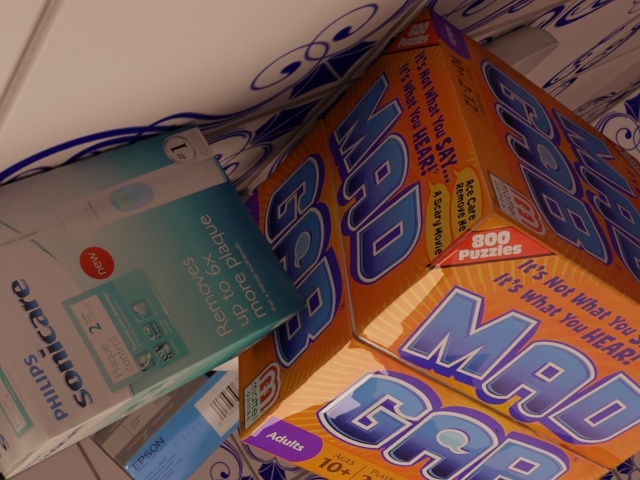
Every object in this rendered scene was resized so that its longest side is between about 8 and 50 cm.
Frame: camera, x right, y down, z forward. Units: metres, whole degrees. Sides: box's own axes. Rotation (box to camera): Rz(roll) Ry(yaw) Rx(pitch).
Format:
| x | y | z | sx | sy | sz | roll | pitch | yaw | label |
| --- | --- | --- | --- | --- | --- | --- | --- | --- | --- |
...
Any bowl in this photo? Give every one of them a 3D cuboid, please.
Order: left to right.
| x | y | z | sx | sy | sz | roll | pitch | yaw | label |
| --- | --- | --- | --- | --- | --- | --- | --- | --- | --- |
| 0.255 | -0.249 | 1.523 | 0.142 | 0.053 | 0.142 | -27 | 172 | -27 | bowl |

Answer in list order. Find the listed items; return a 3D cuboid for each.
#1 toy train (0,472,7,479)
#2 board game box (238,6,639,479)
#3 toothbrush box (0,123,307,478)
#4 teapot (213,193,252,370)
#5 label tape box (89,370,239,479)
| x | y | z | sx | sy | sz | roll | pitch | yaw | label |
| --- | --- | --- | --- | --- | --- | --- | --- | --- | --- |
| -0.406 | 0.300 | 1.390 | 0.024 | 0.017 | 0.083 | -43 | -178 | -37 | toy train |
| 0.153 | 0.049 | 1.164 | 0.356 | 0.356 | 0.356 | -45 | -149 | 28 | board game box |
| -0.196 | 0.044 | 0.974 | 0.295 | 0.216 | 0.126 | -24 | 169 | -41 | toothbrush box |
| -0.133 | 0.040 | 1.365 | 0.253 | 0.187 | 0.256 | -1 | -163 | -35 | teapot |
| -0.255 | 0.187 | 1.562 | 0.249 | 0.348 | 0.115 | -45 | 134 | -15 | label tape box |
